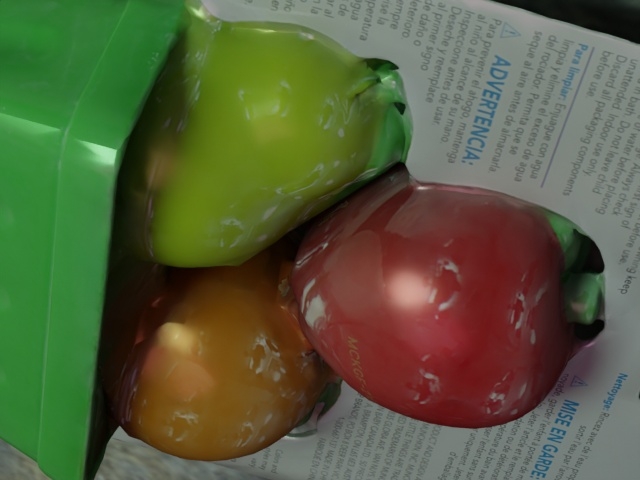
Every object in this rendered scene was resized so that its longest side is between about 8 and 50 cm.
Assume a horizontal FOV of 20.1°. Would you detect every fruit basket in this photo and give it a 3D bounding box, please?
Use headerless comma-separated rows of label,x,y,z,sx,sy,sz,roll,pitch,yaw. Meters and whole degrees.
fruit basket,0.000,0.000,0.738,0.353,0.165,0.327,12,140,-1
